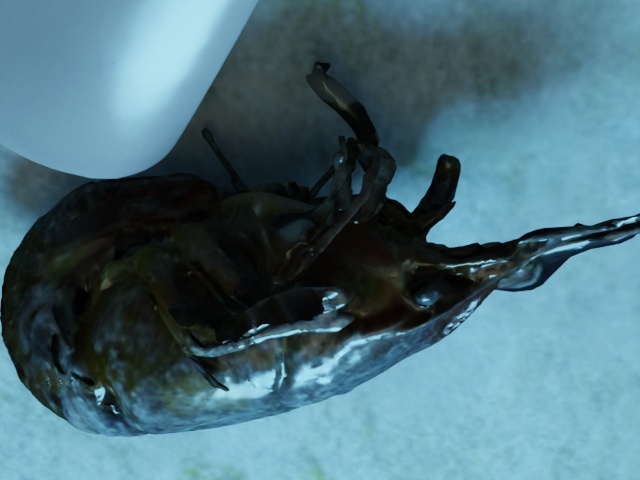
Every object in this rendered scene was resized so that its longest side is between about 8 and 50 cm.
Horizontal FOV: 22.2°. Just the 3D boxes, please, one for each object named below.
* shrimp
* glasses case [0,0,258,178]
[{"bbox_3d":[0.002,0.007,0.769,0.343,0.145,0.116,-11,152,18],"label":"shrimp"},{"bbox_3d":[-0.066,-0.147,0.684,0.113,0.075,0.297,24,125,-13],"label":"glasses case"}]
